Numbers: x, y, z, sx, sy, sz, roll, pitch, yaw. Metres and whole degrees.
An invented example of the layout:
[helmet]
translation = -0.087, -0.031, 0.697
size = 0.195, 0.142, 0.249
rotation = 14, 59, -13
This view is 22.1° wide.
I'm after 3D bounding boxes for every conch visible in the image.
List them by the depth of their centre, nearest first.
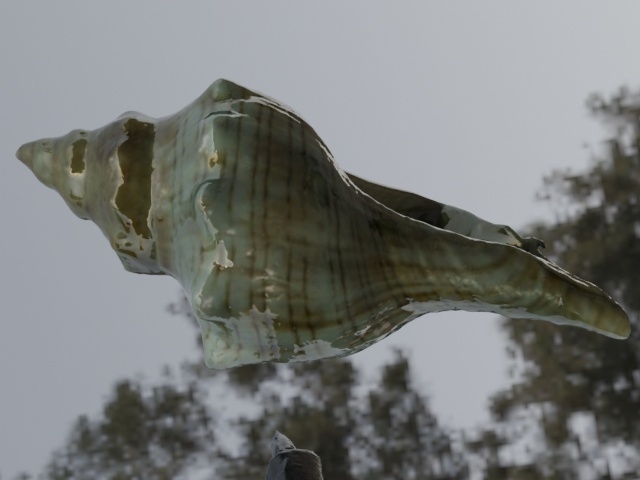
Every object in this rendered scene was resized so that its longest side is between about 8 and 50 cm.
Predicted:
[conch]
translation = -0.008, 0.011, 1.046
size = 0.386, 0.169, 0.203
rotation = 29, -159, -7

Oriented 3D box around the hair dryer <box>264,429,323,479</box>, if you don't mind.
[hair dryer]
translation = 0.035, 0.184, 1.003
size = 0.235, 0.091, 0.271
rotation = 7, -151, -28
